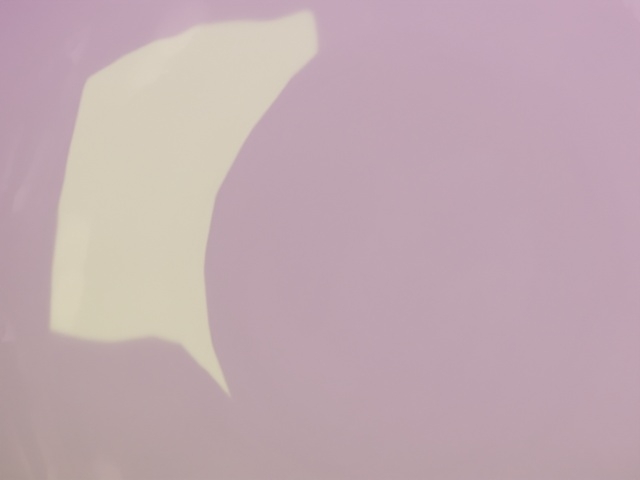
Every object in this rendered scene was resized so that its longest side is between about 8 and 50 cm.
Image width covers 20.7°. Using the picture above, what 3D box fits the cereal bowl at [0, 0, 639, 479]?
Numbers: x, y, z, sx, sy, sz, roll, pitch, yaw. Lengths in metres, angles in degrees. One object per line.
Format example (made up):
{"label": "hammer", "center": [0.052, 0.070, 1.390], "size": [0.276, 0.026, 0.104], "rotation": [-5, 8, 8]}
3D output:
{"label": "cereal bowl", "center": [0.000, 0.000, 0.501], "size": [0.339, 0.141, 0.339], "rotation": [-5, 78, 25]}
